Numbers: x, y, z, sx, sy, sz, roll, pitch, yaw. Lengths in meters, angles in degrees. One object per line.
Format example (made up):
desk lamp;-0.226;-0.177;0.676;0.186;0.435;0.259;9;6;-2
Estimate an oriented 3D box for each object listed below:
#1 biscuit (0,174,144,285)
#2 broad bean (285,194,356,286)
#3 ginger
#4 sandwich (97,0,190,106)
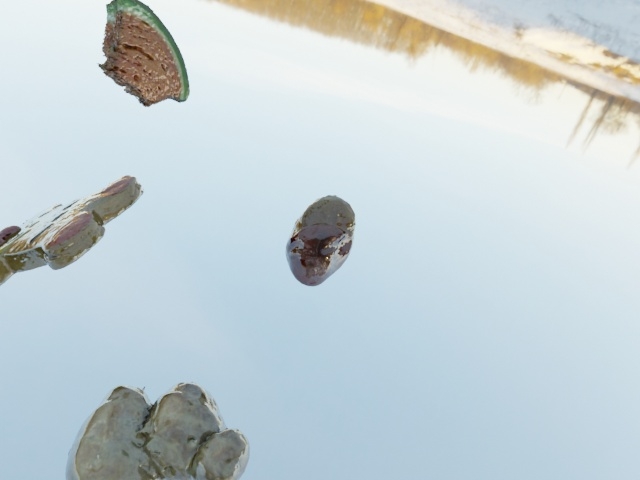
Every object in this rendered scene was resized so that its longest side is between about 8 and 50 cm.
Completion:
biscuit;-0.634;-0.016;1.283;0.394;0.076;0.368;-14;-151;25
broad bean;0.002;0.002;1.348;0.156;0.228;0.122;28;-170;-8
ginger;-0.272;0.351;0.954;0.304;0.155;0.244;-17;-135;2
sandwich;-0.358;-0.364;1.127;0.079;0.159;0.235;20;168;34
